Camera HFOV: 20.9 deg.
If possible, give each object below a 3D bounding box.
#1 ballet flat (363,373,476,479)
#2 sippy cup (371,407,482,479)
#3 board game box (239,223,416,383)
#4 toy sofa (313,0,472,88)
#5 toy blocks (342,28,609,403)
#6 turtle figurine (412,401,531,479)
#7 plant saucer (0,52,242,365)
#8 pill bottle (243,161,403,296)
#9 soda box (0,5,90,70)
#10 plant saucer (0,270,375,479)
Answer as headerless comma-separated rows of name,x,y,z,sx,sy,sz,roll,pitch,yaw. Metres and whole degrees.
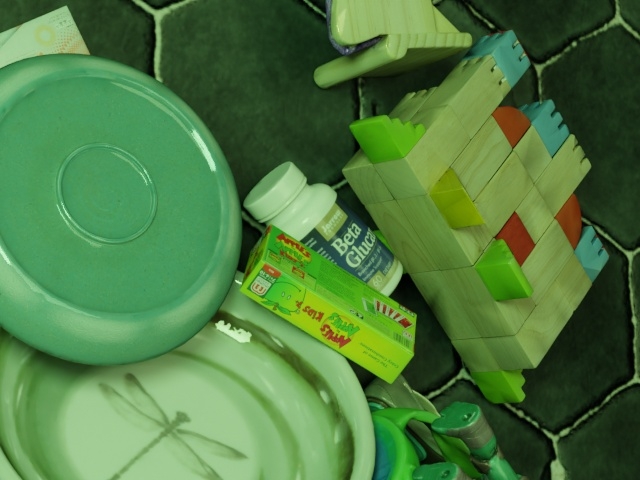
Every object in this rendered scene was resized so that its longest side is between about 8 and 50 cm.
ballet flat,0.124,0.228,1.877,0.213,0.072,0.068,53,51,-13
sippy cup,0.046,0.331,1.737,0.305,0.240,0.224,-35,115,7
board game box,0.010,0.063,1.751,0.181,0.043,0.092,32,22,-9
toy sofa,0.028,-0.356,1.870,0.177,0.150,0.362,-7,85,-33
toy blocks,0.194,-0.048,1.916,0.261,0.191,0.381,-50,117,-36
turtle figurine,0.183,0.274,1.681,0.234,0.118,0.175,53,25,-26
plant saucer,-0.209,-0.040,1.645,0.318,0.044,0.317,12,65,-26
pill bottle,0.000,0.000,1.827,0.169,0.094,0.094,46,63,-15
soda box,-0.318,-0.165,1.692,0.183,0.058,0.063,-29,97,-31
plant saucer,-0.149,0.180,1.649,0.401,0.100,0.400,14,41,-12
